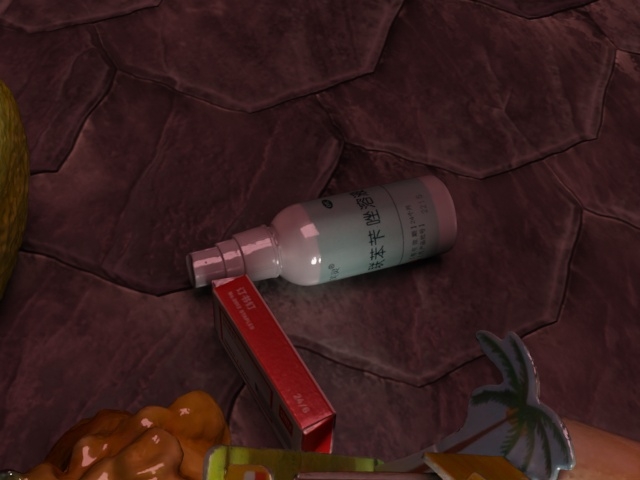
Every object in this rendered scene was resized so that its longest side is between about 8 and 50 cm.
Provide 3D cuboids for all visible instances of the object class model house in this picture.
[{"bbox_3d":[0.101,0.234,1.125,0.324,0.300,0.340,-6,75,35],"label":"model house"}]

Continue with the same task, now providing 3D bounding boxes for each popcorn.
[{"bbox_3d":[-0.220,0.300,1.217,0.281,0.297,0.315,43,22,-30],"label":"popcorn"}]

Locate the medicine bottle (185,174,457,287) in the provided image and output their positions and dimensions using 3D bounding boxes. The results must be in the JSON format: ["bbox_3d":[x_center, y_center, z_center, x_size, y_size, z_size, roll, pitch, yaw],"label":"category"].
[{"bbox_3d":[0.000,0.000,1.572,0.352,0.110,0.110,-13,56,-18],"label":"medicine bottle"}]

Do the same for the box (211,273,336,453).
[{"bbox_3d":[-0.059,0.153,1.442,0.050,0.123,0.229,-24,61,-19],"label":"box"}]

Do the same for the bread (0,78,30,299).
[{"bbox_3d":[-0.515,-0.041,1.390,0.308,0.348,0.348,5,53,4],"label":"bread"}]

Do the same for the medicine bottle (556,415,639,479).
[{"bbox_3d":[0.410,0.360,1.285,0.406,0.235,0.235,19,53,7],"label":"medicine bottle"}]
